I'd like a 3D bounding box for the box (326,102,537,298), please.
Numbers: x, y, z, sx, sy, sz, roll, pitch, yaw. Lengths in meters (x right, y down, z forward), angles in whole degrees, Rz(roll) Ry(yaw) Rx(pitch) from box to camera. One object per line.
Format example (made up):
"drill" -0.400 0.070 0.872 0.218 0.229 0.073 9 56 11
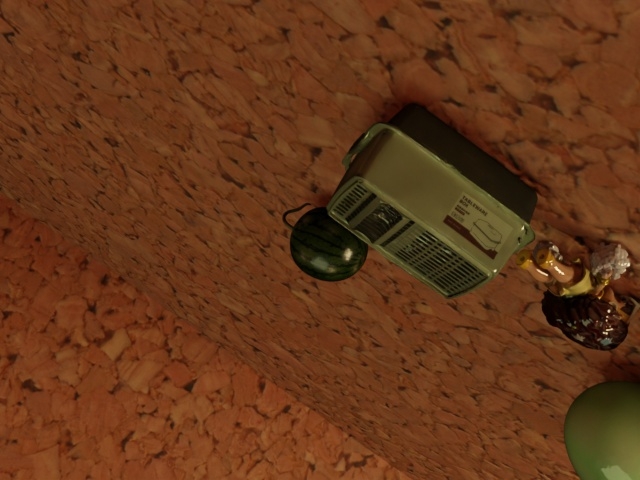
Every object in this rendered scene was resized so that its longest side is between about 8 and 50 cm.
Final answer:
"box" 0.165 -0.057 1.552 0.290 0.166 0.220 36 158 -4

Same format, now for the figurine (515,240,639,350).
"figurine" 0.391 0.078 1.580 0.174 0.116 0.240 4 143 51

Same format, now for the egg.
"egg" 0.551 0.365 1.807 0.269 0.220 0.220 35 158 -4

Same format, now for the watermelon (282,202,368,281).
"watermelon" 0.000 0.000 1.944 0.187 0.141 0.141 24 156 27
